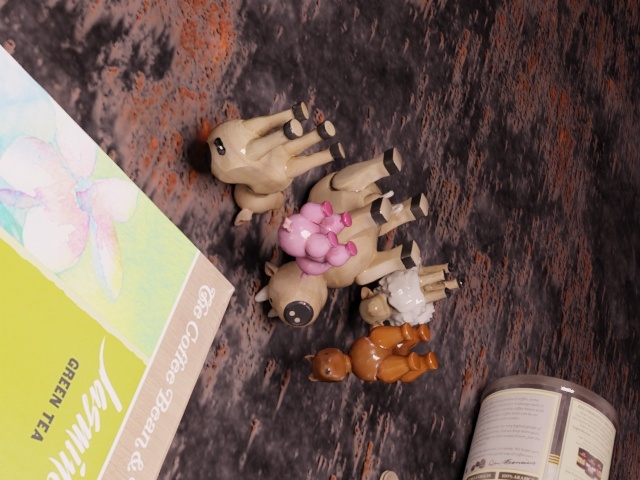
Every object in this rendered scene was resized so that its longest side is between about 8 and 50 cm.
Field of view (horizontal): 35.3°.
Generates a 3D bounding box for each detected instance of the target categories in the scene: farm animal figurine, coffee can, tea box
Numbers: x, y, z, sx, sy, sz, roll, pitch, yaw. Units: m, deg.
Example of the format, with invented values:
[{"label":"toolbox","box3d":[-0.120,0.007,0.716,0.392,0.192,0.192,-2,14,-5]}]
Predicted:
[{"label":"farm animal figurine","box3d":[0.000,0.000,1.097,0.330,0.172,0.327,65,27,-11]},{"label":"coffee can","box3d":[0.293,0.355,1.392,0.201,0.201,0.275,51,47,-36]},{"label":"tea box","box3d":[-0.286,0.033,0.537,0.323,0.328,0.220,48,48,-38]}]

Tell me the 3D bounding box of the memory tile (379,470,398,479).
[{"label":"memory tile","box3d":[0.096,0.376,1.277,0.148,0.012,0.113,60,41,-27]}]
